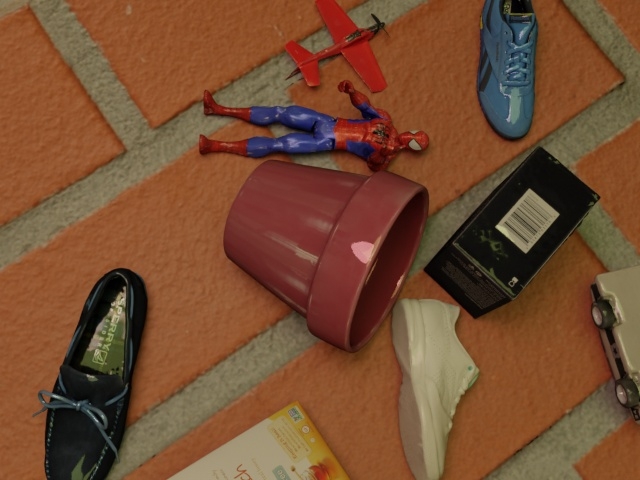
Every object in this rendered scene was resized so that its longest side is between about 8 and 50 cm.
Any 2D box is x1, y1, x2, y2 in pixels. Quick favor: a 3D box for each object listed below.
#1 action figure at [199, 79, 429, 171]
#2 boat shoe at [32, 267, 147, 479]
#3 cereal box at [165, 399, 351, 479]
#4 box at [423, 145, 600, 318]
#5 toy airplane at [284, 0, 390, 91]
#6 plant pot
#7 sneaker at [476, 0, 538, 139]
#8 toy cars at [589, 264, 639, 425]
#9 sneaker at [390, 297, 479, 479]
[{"bbox_3d":[-0.002,-0.139,1.035,0.280,0.139,0.091,5,77,-5],"label":"action figure"},{"bbox_3d":[-0.261,0.152,0.966,0.109,0.089,0.258,6,76,-3],"label":"boat shoe"},{"bbox_3d":[-0.080,0.306,0.932,0.240,0.047,0.173,-29,69,-20],"label":"cereal box"},{"bbox_3d":[0.214,-0.004,1.002,0.093,0.158,0.156,42,77,5],"label":"box"},{"bbox_3d":[0.018,-0.247,1.113,0.151,0.028,0.151,1,78,-5],"label":"toy airplane"},{"bbox_3d":[0.000,0.000,0.981,0.180,0.201,0.201,24,76,18],"label":"plant pot"},{"bbox_3d":[0.240,-0.234,1.100,0.069,0.082,0.209,1,78,-6],"label":"sneaker"},{"bbox_3d":[0.461,0.188,1.016,0.394,0.087,0.176,36,72,8],"label":"toy cars"},{"bbox_3d":[0.140,0.170,1.003,0.094,0.080,0.212,2,75,-16],"label":"sneaker"}]
